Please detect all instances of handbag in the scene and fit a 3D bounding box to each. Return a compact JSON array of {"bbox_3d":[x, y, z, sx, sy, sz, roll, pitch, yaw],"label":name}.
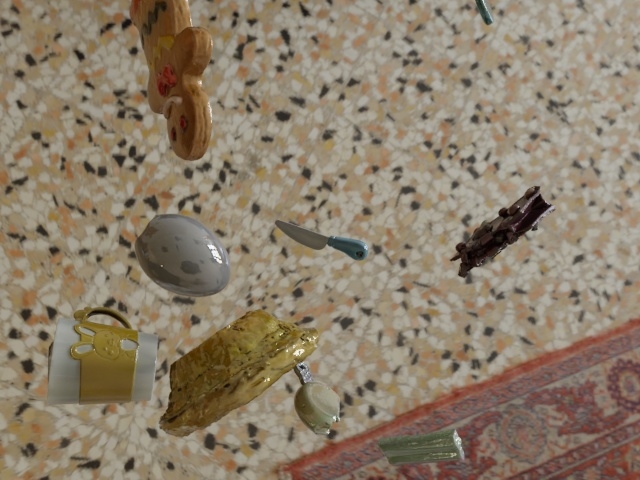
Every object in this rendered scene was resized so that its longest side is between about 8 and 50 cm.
[{"bbox_3d":[0.387,-0.022,1.621,0.074,0.203,0.216,53,36,5],"label":"handbag"}]

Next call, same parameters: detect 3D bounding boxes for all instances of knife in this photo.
[{"bbox_3d":[0.000,0.002,1.893,0.244,0.058,0.032,15,36,4],"label":"knife"}]

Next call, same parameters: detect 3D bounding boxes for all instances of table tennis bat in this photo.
[{"bbox_3d":[0.280,-0.493,1.395,0.033,0.124,0.201,-18,87,20],"label":"table tennis bat"}]

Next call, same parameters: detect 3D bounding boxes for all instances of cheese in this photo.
[{"bbox_3d":[-0.007,0.296,1.433,0.092,0.171,0.047,27,112,-17],"label":"cheese"}]

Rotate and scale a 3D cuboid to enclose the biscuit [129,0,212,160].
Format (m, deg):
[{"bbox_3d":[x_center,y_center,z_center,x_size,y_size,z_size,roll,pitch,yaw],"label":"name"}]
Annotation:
[{"bbox_3d":[-0.180,-0.214,0.902,0.036,0.165,0.249,-6,77,-34],"label":"biscuit"}]

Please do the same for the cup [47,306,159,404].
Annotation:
[{"bbox_3d":[-0.470,0.244,1.640,0.226,0.185,0.241,7,48,-14],"label":"cup"}]

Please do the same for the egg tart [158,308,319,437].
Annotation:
[{"bbox_3d":[-0.160,0.221,1.348,0.341,0.341,0.129,-34,90,-18],"label":"egg tart"}]

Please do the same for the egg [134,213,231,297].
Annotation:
[{"bbox_3d":[-0.312,0.039,1.749,0.232,0.176,0.176,30,72,-11],"label":"egg"}]

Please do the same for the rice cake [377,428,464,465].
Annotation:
[{"bbox_3d":[0.244,0.503,1.821,0.080,0.222,0.042,62,37,-13],"label":"rice cake"}]
